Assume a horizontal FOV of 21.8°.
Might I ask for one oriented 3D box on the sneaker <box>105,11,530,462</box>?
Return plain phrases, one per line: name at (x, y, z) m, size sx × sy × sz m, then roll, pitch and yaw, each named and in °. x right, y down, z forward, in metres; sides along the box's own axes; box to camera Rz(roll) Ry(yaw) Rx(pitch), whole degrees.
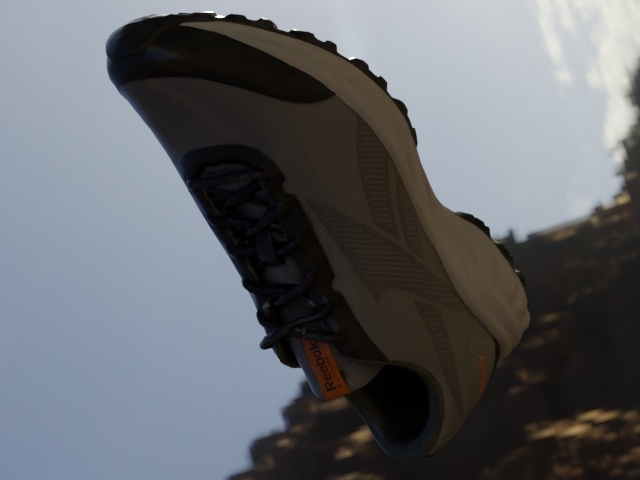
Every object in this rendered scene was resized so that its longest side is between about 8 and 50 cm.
sneaker at (0.000, 0.000, 0.752) m, size 0.271 × 0.100 × 0.108 m, roll 46°, pitch -125°, yaw -32°
